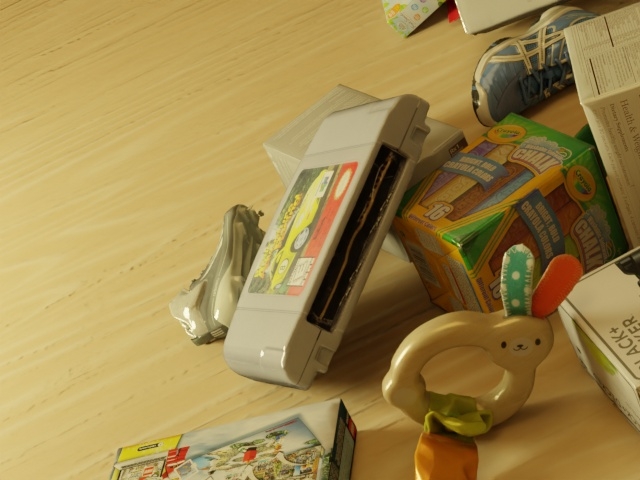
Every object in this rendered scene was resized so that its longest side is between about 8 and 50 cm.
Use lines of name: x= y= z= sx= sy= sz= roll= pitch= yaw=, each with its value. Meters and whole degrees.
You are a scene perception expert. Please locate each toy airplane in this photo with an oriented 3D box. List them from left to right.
toy airplane: x=0.201 y=-0.340 z=2.006 sx=0.151 sy=0.028 sz=0.151 roll=-27 pitch=27 yaw=15

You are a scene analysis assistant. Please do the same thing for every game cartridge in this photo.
game cartridge: x=0.000 y=0.000 z=1.491 sx=0.294 sy=0.060 sz=0.196 roll=-66 pitch=16 yaw=-11

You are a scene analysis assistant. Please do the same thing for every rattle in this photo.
rattle: x=0.143 y=0.113 z=1.267 sx=0.200 sy=0.130 sz=0.143 roll=-40 pitch=12 yaw=26

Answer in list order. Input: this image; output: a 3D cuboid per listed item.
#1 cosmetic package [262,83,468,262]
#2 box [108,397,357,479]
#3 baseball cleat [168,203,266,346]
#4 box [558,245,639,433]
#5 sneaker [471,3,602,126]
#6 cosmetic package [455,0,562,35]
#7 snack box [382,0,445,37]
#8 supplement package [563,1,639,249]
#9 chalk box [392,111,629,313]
cosmetic package: x=0.057 y=-0.077 z=1.672 sx=0.127 sy=0.107 sz=0.238 roll=-37 pitch=36 yaw=-16
box: x=-0.088 y=0.232 z=1.375 sx=0.233 sy=0.044 sz=0.159 roll=-15 pitch=33 yaw=18
baseball cleat: x=-0.113 y=0.035 z=1.658 sx=0.109 sy=0.072 sz=0.206 roll=-24 pitch=27 yaw=16
box: x=0.362 y=0.046 z=1.280 sx=0.290 sy=0.087 sz=0.169 roll=-27 pitch=31 yaw=-1
sneaker: x=0.250 y=-0.201 z=1.730 sx=0.211 sy=0.080 sz=0.081 roll=-44 pitch=34 yaw=-25
cosmetic package: x=0.276 y=-0.321 z=1.820 sx=0.231 sy=0.085 sz=0.117 roll=-18 pitch=3 yaw=16
snack box: x=0.128 y=-0.339 z=2.031 sx=0.100 sy=0.037 sz=0.141 roll=-42 pitch=26 yaw=20
supplement package: x=0.357 y=-0.118 z=1.423 sx=0.203 sy=0.194 sz=0.149 roll=-18 pitch=33 yaw=14
chalk box: x=0.197 y=-0.026 z=1.463 sx=0.213 sy=0.132 sz=0.132 roll=-36 pitch=33 yaw=-14
